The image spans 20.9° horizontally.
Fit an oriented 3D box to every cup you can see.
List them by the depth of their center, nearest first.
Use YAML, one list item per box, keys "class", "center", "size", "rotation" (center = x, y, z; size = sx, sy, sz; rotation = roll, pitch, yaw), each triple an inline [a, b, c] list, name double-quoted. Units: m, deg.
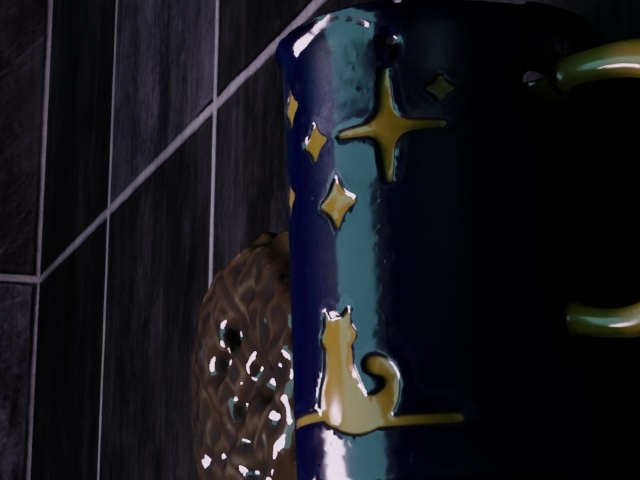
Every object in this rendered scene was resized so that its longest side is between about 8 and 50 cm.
- class: "cup"
  center: [0.080, 0.010, 0.879]
  size: [0.255, 0.178, 0.256]
  rotation: [144, 127, -68]

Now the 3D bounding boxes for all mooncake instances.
- class: "mooncake"
  center: [-0.011, 0.104, 1.208]
  size: [0.228, 0.124, 0.228]
  rotation: [-174, 90, -70]
